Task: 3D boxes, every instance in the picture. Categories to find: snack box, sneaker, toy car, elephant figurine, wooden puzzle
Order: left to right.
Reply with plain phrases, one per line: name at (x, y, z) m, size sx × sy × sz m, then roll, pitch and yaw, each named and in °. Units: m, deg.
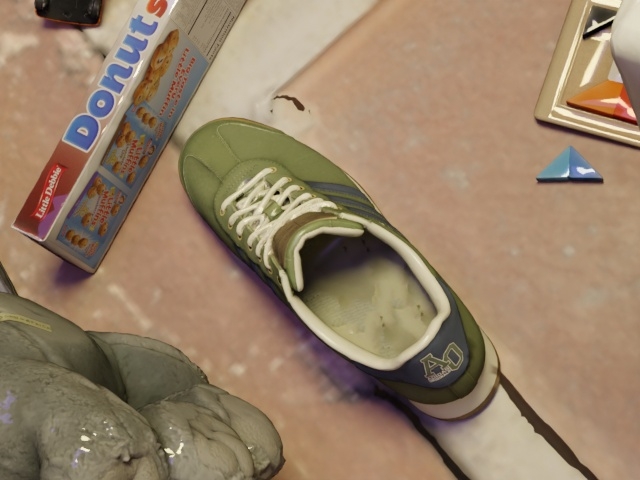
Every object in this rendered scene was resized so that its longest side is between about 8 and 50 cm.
toy car at (-0.161, -0.137, 0.900) m, size 0.122 × 0.060 × 0.040 m, roll -5°, pitch 42°, yaw 8°
elephant figurine at (-0.132, 0.157, 0.750) m, size 0.186 × 0.169 × 0.239 m, roll 37°, pitch 106°, yaw 44°
snack box at (-0.084, -0.072, 0.852) m, size 0.022 × 0.064 × 0.178 m, roll 26°, pitch 83°, yaw 19°
sneaker at (0.000, 0.000, 0.796) m, size 0.064 × 0.086 × 0.192 m, roll -47°, pitch 68°, yaw 0°
wooden puzzle at (0.141, -0.080, 0.817) m, size 0.079 × 0.014 × 0.116 m, roll 9°, pitch 78°, yaw 18°

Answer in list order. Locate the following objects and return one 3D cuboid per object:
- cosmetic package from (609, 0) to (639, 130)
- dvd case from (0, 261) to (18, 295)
cosmetic package at (0.355, -0.074, 0.585) m, size 0.394 × 0.329 × 0.327 m, roll 25°, pitch 82°, yaw 20°
dvd case at (-0.222, 0.114, 0.865) m, size 0.221 × 0.018 × 0.164 m, roll -34°, pitch 69°, yaw 4°
